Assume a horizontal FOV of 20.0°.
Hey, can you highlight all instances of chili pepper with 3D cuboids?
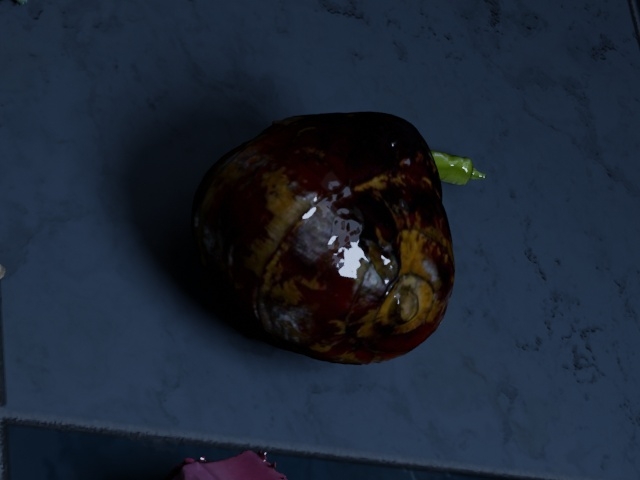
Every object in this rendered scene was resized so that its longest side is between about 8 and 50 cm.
[{"bbox_3d":[0.102,-0.079,2.103,0.208,0.043,0.049,-9,94,-35],"label":"chili pepper"}]

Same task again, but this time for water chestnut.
[{"bbox_3d":[0.000,0.000,1.836,0.289,0.244,0.289,24,51,-34],"label":"water chestnut"}]

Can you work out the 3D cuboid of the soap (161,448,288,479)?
[{"bbox_3d":[-0.065,0.308,1.631,0.112,0.182,0.289,-8,35,-39],"label":"soap"}]

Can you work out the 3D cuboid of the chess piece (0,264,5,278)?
[{"bbox_3d":[-0.435,-0.017,1.594,0.307,0.124,0.139,36,39,-10],"label":"chess piece"}]

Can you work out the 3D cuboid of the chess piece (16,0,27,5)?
[{"bbox_3d":[-0.340,-0.272,1.885,0.093,0.042,0.042,20,53,-34],"label":"chess piece"}]
